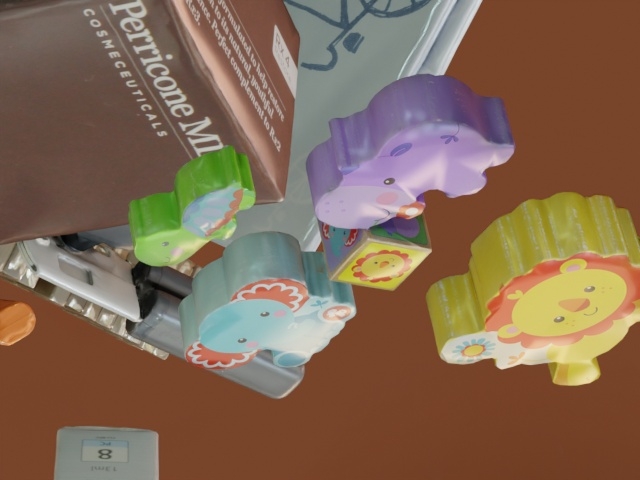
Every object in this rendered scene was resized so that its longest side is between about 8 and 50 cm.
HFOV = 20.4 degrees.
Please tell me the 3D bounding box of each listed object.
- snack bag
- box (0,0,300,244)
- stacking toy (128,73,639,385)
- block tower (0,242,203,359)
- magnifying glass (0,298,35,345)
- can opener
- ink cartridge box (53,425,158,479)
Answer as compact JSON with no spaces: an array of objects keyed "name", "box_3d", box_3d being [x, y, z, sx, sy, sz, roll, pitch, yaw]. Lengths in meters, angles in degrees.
[{"name":"snack bag","box_3d":[-0.035,-0.147,1.438,0.323,0.037,0.342,22,80,42]},{"name":"box","box_3d":[-0.221,-0.096,0.999,0.381,0.191,0.143,-10,52,16]},{"name":"stacking toy","box_3d":[0.000,0.000,0.498,0.052,0.167,0.221,10,140,-29]},{"name":"block tower","box_3d":[-0.240,-0.006,1.478,0.335,0.097,0.091,32,81,-40]},{"name":"magnifying glass","box_3d":[-0.241,0.045,1.096,0.092,0.231,0.026,-31,108,-32]},{"name":"can opener","box_3d":[-0.115,0.036,1.414,0.283,0.076,0.095,27,118,-33]},{"name":"ink cartridge box","box_3d":[-0.165,0.358,1.298,0.091,0.385,0.308,3,112,-8]}]
